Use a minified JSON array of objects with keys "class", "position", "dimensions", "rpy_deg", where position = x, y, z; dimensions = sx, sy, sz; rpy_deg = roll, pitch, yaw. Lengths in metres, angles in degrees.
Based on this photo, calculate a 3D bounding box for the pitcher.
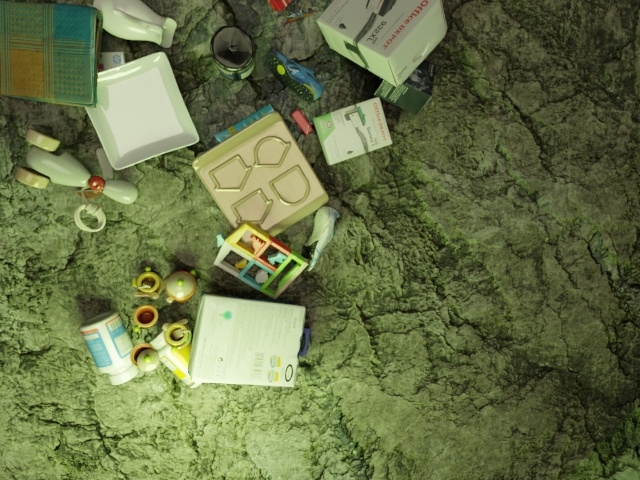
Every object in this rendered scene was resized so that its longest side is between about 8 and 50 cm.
[{"class":"pitcher","position":[-0.537,-0.635,1.274],"dimensions":[0.207,0.178,0.126],"rpy_deg":[19,104,-12]}]

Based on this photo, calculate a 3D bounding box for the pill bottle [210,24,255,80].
[{"class":"pill bottle","position":[-0.252,-0.539,1.308],"dimensions":[0.122,0.219,0.123],"rpy_deg":[-1,100,-8]}]

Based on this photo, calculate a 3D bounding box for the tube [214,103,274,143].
[{"class":"tube","position":[-0.234,-0.361,1.435],"dimensions":[0.207,0.052,0.080],"rpy_deg":[-33,96,5]}]

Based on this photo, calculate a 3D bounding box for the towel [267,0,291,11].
[{"class":"towel","position":[-0.084,-0.848,1.318],"dimensions":[0.275,0.031,0.199],"rpy_deg":[-45,144,2]}]

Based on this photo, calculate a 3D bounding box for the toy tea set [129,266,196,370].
[{"class":"toy tea set","position":[-0.497,0.235,1.398],"dimensions":[0.199,0.124,0.336],"rpy_deg":[2,67,-14]}]

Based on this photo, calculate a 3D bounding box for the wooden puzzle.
[{"class":"wooden puzzle","position":[-0.189,-0.192,1.457],"dimensions":[0.322,0.080,0.348],"rpy_deg":[-32,107,-1]}]

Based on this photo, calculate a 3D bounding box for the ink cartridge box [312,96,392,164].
[{"class":"ink cartridge box","position":[0.105,-0.357,1.455],"dimensions":[0.219,0.092,0.160],"rpy_deg":[-20,102,-3]}]

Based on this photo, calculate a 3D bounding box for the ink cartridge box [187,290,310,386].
[{"class":"ink cartridge box","position":[-0.210,0.325,1.458],"dimensions":[0.395,0.151,0.270],"rpy_deg":[10,86,-20]}]

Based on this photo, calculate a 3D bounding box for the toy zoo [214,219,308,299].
[{"class":"toy zoo","position":[-0.213,0.058,1.468],"dimensions":[0.293,0.030,0.192],"rpy_deg":[34,115,-20]}]

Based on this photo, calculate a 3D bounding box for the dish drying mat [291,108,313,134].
[{"class":"dish drying mat","position":[-0.060,-0.390,1.470],"dimensions":[0.032,0.008,0.083],"rpy_deg":[-36,103,1]}]

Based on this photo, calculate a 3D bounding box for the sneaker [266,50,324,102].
[{"class":"sneaker","position":[-0.078,-0.531,1.422],"dimensions":[0.209,0.069,0.082],"rpy_deg":[41,60,-4]}]

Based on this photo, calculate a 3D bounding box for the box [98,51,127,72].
[{"class":"box","position":[-0.679,-0.489,1.352],"dimensions":[0.186,0.038,0.145],"rpy_deg":[-5,102,-8]}]

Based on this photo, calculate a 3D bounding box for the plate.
[{"class":"plate","position":[-0.547,-0.388,1.351],"dimensions":[0.277,0.045,0.277],"rpy_deg":[-21,106,-6]}]

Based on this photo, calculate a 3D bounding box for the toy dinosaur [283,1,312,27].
[{"class":"toy dinosaur","position":[-0.068,-0.714,1.406],"dimensions":[0.082,0.047,0.090],"rpy_deg":[7,132,-18]}]

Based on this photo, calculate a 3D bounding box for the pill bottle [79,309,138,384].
[{"class":"pill bottle","position":[-0.683,0.352,1.459],"dimensions":[0.124,0.124,0.222],"rpy_deg":[-18,102,-4]}]

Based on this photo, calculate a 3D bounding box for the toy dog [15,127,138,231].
[{"class":"toy dog","position":[-0.742,-0.204,1.361],"dimensions":[0.220,0.161,0.334],"rpy_deg":[-45,117,-1]}]

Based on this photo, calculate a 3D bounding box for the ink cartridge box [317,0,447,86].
[{"class":"ink cartridge box","position":[0.178,-0.633,1.312],"dimensions":[0.223,0.129,0.307],"rpy_deg":[-48,60,1]}]

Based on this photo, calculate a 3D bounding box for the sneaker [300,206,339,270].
[{"class":"sneaker","position":[0.000,0.000,1.515],"dimensions":[0.086,0.085,0.237],"rpy_deg":[12,106,-36]}]

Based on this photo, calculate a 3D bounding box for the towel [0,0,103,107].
[{"class":"towel","position":[-0.794,-0.535,1.274],"dimensions":[0.370,0.040,0.272],"rpy_deg":[9,99,11]}]

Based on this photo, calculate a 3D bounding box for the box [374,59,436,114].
[{"class":"box","position":[0.270,-0.509,1.415],"dimensions":[0.158,0.093,0.156],"rpy_deg":[22,59,-12]}]

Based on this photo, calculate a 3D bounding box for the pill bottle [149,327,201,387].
[{"class":"pill bottle","position":[-0.465,0.383,1.497],"dimensions":[0.117,0.117,0.215],"rpy_deg":[-41,103,1]}]
